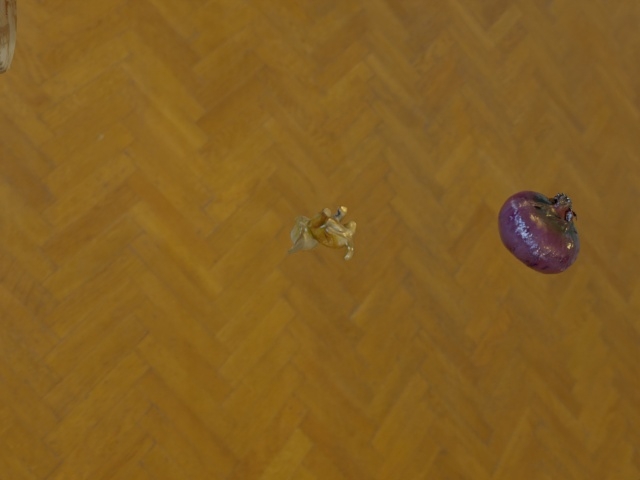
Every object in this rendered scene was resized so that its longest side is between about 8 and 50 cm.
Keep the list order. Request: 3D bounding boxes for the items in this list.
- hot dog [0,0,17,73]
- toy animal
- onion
[{"bbox_3d":[-0.207,-0.204,0.489,0.069,0.131,0.252,-4,110,-9],"label":"hot dog"},{"bbox_3d":[0.000,0.000,1.041,0.060,0.083,0.081,-14,70,-48],"label":"toy animal"},{"bbox_3d":[0.278,-0.015,1.161,0.115,0.104,0.115,30,26,-17],"label":"onion"}]
